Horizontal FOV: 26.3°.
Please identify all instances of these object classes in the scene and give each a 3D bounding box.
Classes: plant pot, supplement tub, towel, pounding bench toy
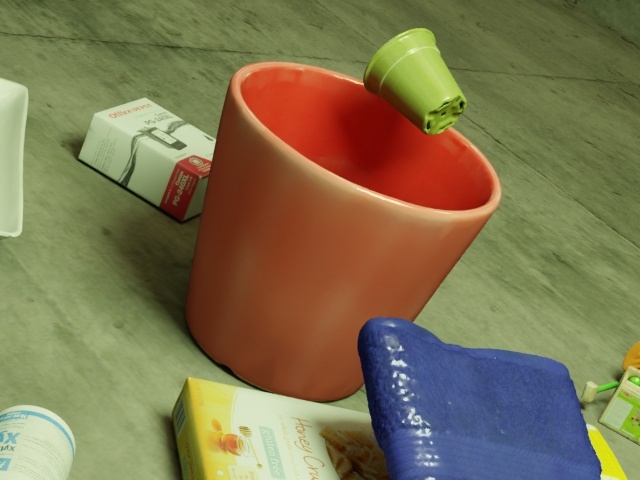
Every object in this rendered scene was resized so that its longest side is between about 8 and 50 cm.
[{"bbox_3d":[0.097,-0.144,1.298,0.083,0.083,0.079,-5,49,-47],"label":"plant pot"},{"bbox_3d":[-0.216,0.172,0.971,0.071,0.071,0.107,20,24,-9],"label":"supplement tub"},{"bbox_3d":[0.139,0.217,1.083,0.227,0.076,0.308,16,44,-30],"label":"towel"},{"bbox_3d":[0.327,0.168,1.478,0.083,0.052,0.065,29,25,11],"label":"pounding bench toy"},{"bbox_3d":[0.000,0.000,1.297,0.274,0.243,0.275,20,25,-10],"label":"plant pot"}]

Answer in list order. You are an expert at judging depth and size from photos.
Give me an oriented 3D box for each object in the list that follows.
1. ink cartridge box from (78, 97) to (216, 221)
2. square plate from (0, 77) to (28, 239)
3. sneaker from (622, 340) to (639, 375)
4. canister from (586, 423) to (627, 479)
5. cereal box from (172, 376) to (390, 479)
[{"bbox_3d":[-0.178,-0.094,1.540,0.150,0.063,0.109,31,26,15],"label":"ink cartridge box"},{"bbox_3d":[-0.464,-0.116,1.351,0.344,0.049,0.347,15,26,-19],"label":"square plate"},{"bbox_3d":[0.475,0.181,1.537,0.262,0.099,0.121,35,23,20],"label":"sneaker"},{"bbox_3d":[0.186,0.205,1.259,0.169,0.073,0.126,15,26,-21],"label":"canister"},{"bbox_3d":[0.004,0.201,1.132,0.240,0.047,0.173,13,28,-22],"label":"cereal box"}]
